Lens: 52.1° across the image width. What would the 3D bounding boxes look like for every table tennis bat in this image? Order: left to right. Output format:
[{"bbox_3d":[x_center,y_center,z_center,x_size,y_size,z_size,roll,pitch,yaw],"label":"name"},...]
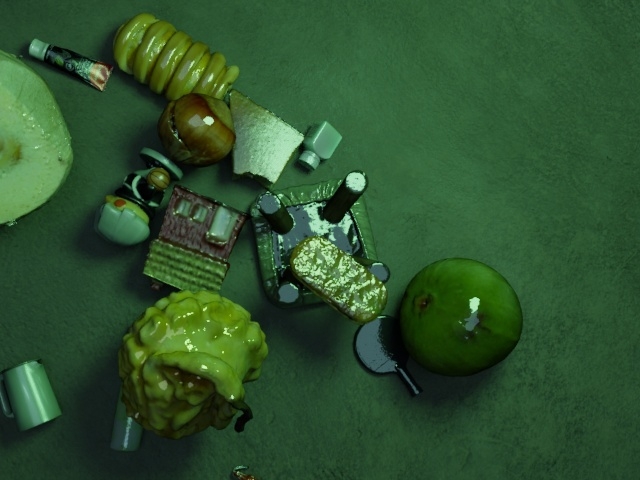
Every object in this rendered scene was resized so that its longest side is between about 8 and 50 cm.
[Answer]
[{"bbox_3d":[0.185,0.302,1.696,0.150,0.027,0.236,-36,90,-11],"label":"table tennis bat"}]

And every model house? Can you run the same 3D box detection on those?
[{"bbox_3d":[-0.301,0.020,1.574,0.196,0.160,0.254,23,89,-7],"label":"model house"}]

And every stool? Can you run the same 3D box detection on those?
[{"bbox_3d":[0.000,0.000,1.593,0.310,0.226,0.310,-13,89,-10],"label":"stool"}]

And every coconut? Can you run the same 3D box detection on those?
[{"bbox_3d":[-0.755,-0.237,1.430,0.404,0.404,0.405,1,85,-10],"label":"coconut"}]

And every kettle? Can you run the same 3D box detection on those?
[{"bbox_3d":[-0.678,0.358,1.519,0.098,0.127,0.148,-18,85,-43],"label":"kettle"}]

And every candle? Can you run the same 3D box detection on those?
[{"bbox_3d":[-0.146,0.606,1.600,0.162,0.053,0.048,37,75,-2],"label":"candle"}]

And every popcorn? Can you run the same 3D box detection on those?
[{"bbox_3d":[-0.262,0.284,1.440,0.349,0.381,0.349,-19,123,-33],"label":"popcorn"}]

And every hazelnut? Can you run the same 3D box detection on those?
[{"bbox_3d":[-0.294,-0.264,1.546,0.182,0.182,0.182,1,85,-10],"label":"hazelnut"}]

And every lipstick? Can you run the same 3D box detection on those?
[{"bbox_3d":[-0.437,0.341,1.562,0.076,0.076,0.304,9,83,-9],"label":"lipstick"}]

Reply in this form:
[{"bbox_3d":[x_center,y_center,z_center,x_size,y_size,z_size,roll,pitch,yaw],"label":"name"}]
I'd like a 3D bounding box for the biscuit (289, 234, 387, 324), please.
[{"bbox_3d":[0.041,0.089,1.467,0.247,0.029,0.118,39,74,-4],"label":"biscuit"}]

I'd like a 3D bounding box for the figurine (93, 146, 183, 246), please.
[{"bbox_3d":[-0.434,-0.094,1.557,0.133,0.176,0.236,36,75,-20],"label":"figurine"}]

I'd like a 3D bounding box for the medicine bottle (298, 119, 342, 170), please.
[{"bbox_3d":[-0.006,-0.243,1.688,0.074,0.055,0.118,38,78,-39],"label":"medicine bottle"}]

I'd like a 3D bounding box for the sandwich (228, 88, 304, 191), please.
[{"bbox_3d":[-0.179,-0.241,1.642,0.220,0.108,0.186,34,79,-7],"label":"sandwich"}]

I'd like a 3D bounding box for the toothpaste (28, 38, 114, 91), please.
[{"bbox_3d":[-0.617,-0.442,1.624,0.193,0.045,0.071,23,82,-13],"label":"toothpaste"}]

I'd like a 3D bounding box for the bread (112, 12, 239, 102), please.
[{"bbox_3d":[-0.368,-0.440,1.623,0.311,0.121,0.173,29,83,-7],"label":"bread"}]

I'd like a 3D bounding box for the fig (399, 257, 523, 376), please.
[{"bbox_3d":[0.362,0.196,1.615,0.316,0.316,0.316,1,85,-10],"label":"fig"}]
